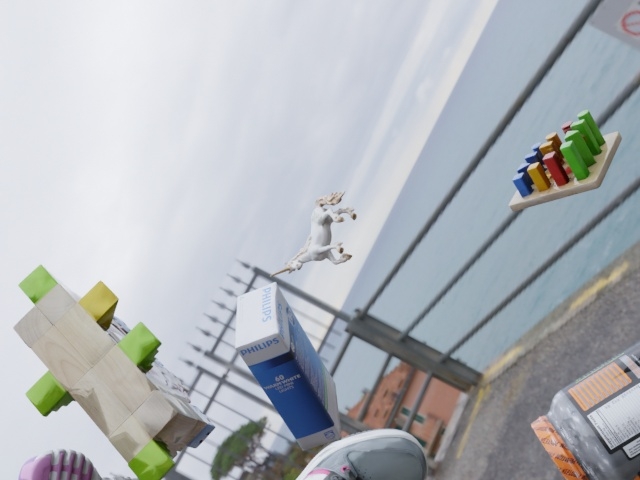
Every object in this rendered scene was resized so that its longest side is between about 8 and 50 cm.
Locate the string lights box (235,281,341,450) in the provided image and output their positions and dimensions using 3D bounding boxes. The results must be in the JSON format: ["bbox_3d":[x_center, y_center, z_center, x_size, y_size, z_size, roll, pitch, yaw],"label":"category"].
[{"bbox_3d":[-0.050,0.213,1.176,0.076,0.260,0.133,-22,32,9],"label":"string lights box"}]

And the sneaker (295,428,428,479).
[{"bbox_3d":[-0.006,0.279,0.655,0.295,0.124,0.178,-25,4,-14],"label":"sneaker"}]

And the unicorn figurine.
[{"bbox_3d":[0.000,0.000,1.160,0.060,0.111,0.162,35,-114,-44],"label":"unicorn figurine"}]

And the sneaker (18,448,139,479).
[{"bbox_3d":[-0.343,0.356,0.966,0.236,0.104,0.095,57,-150,-52],"label":"sneaker"}]

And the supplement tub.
[{"bbox_3d":[0.518,0.282,1.138,0.316,0.194,0.193,-34,0,8],"label":"supplement tub"}]

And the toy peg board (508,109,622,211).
[{"bbox_3d":[0.400,-0.142,1.189,0.160,0.079,0.161,-17,24,46],"label":"toy peg board"}]

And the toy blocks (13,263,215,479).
[{"bbox_3d":[-0.312,0.230,1.137,0.191,0.381,0.261,-46,-21,-9],"label":"toy blocks"}]
